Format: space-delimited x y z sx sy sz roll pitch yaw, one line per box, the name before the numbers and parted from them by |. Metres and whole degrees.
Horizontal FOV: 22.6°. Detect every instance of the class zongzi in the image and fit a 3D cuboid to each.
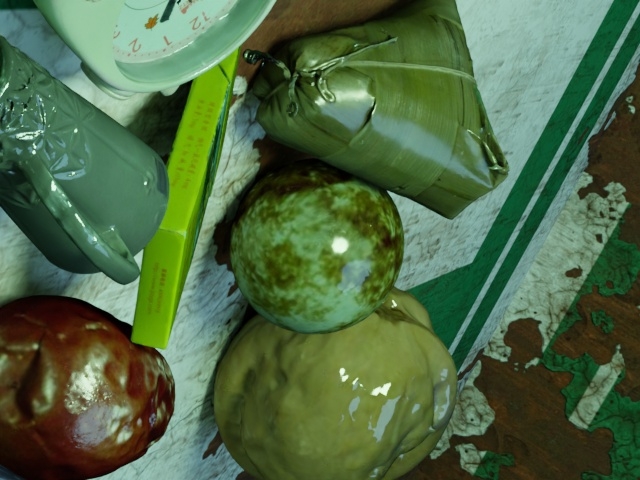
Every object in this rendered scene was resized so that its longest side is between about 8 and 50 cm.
zongzi | 0.036 -0.253 2.098 0.447 0.418 0.181 21 142 -36

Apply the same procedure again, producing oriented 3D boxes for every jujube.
jujube | -0.280 0.171 1.820 0.223 0.223 0.318 -56 162 1

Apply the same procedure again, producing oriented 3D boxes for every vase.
vase | -0.262 -0.079 1.527 0.156 0.251 0.301 -34 149 3

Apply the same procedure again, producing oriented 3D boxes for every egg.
egg | 0.000 0.000 2.202 0.289 0.238 0.238 -57 172 -61

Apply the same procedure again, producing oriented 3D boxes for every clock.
clock | -0.148 -0.263 1.551 0.265 0.108 0.324 -40 157 -9

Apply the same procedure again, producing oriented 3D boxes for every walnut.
walnut | 0.023 0.226 2.499 0.383 0.383 0.383 -47 159 -24

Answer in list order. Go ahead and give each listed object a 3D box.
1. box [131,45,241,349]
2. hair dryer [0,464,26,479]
box | -0.149 -0.061 1.799 0.335 0.047 0.187 -79 -178 -45
hair dryer | -0.375 0.279 1.802 0.361 0.301 0.121 35 84 -46
